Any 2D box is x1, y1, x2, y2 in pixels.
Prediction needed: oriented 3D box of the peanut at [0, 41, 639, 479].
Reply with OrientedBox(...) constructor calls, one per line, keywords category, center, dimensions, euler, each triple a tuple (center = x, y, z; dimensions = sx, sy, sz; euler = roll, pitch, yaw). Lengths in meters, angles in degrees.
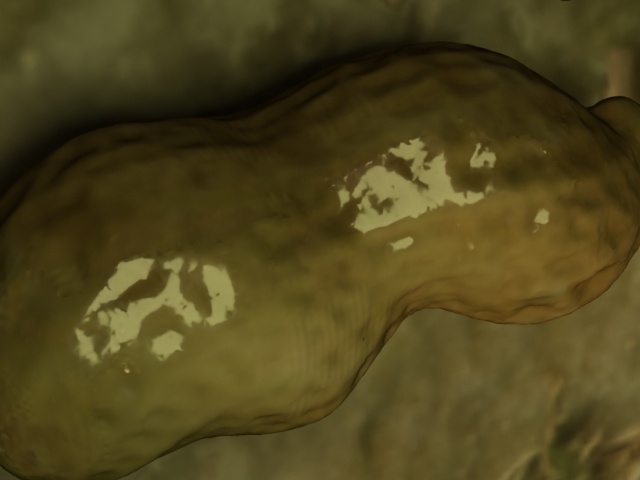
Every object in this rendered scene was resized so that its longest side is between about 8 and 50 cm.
OrientedBox(category="peanut", center=(0.001, 0.000, 0.533), dimensions=(0.228, 0.085, 0.104), euler=(-20, 126, -17))
